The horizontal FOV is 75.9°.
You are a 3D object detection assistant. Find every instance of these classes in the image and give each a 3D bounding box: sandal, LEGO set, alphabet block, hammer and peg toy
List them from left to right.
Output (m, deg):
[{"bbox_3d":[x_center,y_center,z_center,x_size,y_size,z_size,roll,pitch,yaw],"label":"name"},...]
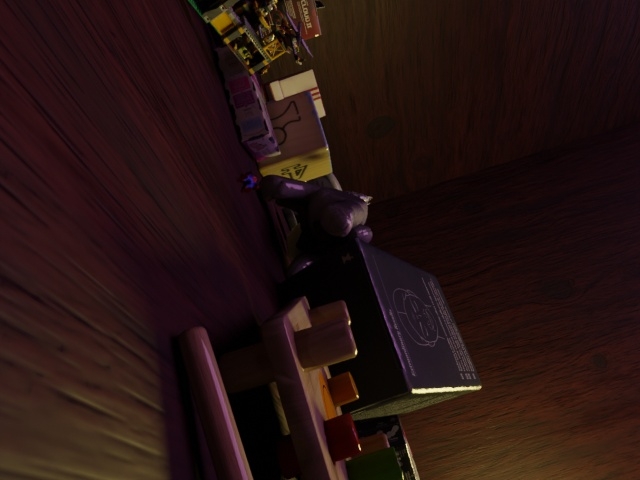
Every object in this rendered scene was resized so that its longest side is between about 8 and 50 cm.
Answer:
[{"bbox_3d":[-0.136,-0.510,0.801,0.331,0.192,0.255,47,25,-46],"label":"LEGO set"},{"bbox_3d":[-0.088,-0.278,1.180,0.193,0.197,0.193,66,8,-76],"label":"alphabet block"},{"bbox_3d":[-0.073,0.021,1.251,0.097,0.054,0.255,-138,-154,-73],"label":"sandal"},{"bbox_3d":[-0.001,0.183,0.398,0.361,0.127,0.266,56,17,-85],"label":"hammer and peg toy"}]

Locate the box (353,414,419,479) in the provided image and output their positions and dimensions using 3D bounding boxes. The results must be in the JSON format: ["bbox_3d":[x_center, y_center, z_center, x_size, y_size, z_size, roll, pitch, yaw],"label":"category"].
[{"bbox_3d":[0.147,0.547,1.026,0.142,0.163,0.247,-101,174,-64],"label":"box"}]

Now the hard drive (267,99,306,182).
[{"bbox_3d":[-0.118,-0.326,1.486,0.203,0.040,0.308,45,-31,46],"label":"hard drive"}]

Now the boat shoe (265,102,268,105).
[{"bbox_3d":[-0.156,-0.359,1.385,0.089,0.109,0.258,77,0,-55],"label":"boat shoe"}]

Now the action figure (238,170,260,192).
[{"bbox_3d":[-0.136,-0.114,0.795,0.115,0.030,0.038,-110,177,-77],"label":"action figure"}]

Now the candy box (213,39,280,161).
[{"bbox_3d":[-0.172,-0.326,0.988,0.159,0.071,0.234,53,19,-83],"label":"candy box"}]

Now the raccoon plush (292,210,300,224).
[{"bbox_3d":[-0.012,-0.058,1.729,0.446,0.216,0.299,-105,-175,-58],"label":"raccoon plush"}]

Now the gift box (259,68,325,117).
[{"bbox_3d":[-0.161,-0.659,1.985,0.276,0.258,0.255,27,-40,64],"label":"gift box"}]

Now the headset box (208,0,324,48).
[{"bbox_3d":[-0.136,-0.590,1.088,0.218,0.293,0.110,-107,179,-48],"label":"headset box"}]

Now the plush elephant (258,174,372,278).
[{"bbox_3d":[0.000,0.000,1.025,0.330,0.271,0.256,-7,119,-57],"label":"plush elephant"}]

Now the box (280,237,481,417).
[{"bbox_3d":[0.142,0.211,0.894,0.395,0.212,0.294,24,42,-50],"label":"box"}]

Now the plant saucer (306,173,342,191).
[{"bbox_3d":[0.005,-0.187,1.842,0.400,0.100,0.401,37,-41,42],"label":"plant saucer"}]
